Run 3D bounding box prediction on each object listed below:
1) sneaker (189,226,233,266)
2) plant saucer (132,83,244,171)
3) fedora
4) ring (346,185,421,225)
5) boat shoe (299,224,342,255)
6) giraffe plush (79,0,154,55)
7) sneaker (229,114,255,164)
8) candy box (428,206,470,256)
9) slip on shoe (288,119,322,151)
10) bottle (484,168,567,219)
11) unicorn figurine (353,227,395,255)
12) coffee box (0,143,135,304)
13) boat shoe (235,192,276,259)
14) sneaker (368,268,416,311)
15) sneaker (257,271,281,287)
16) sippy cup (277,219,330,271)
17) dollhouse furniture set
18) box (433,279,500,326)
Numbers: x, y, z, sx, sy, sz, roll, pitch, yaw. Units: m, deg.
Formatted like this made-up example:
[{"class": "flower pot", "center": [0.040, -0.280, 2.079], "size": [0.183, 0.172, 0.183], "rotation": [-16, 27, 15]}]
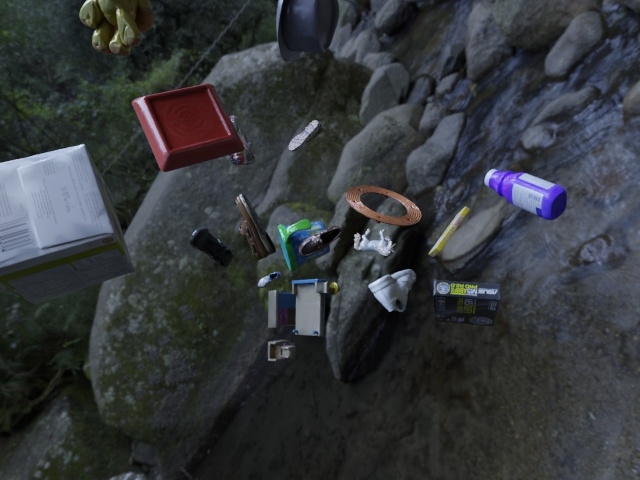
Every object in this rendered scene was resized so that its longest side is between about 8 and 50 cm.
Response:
[{"class": "sneaker", "center": [-0.389, 0.026, 1.711], "size": [0.087, 0.130, 0.227], "rotation": [-58, -16, -12]}, {"class": "plant saucer", "center": [-0.387, -0.351, 1.381], "size": [0.259, 0.258, 0.048], "rotation": [63, 156, 14]}, {"class": "fedora", "center": [-0.025, -0.670, 1.419], "size": [0.244, 0.124, 0.276], "rotation": [-50, -25, -38]}, {"class": "ring", "center": [0.269, -0.146, 2.014], "size": [0.337, 0.336, 0.032], "rotation": [-95, 18, -58]}, {"class": "boat shoe", "center": [0.000, 0.000, 2.018], "size": [0.206, 0.073, 0.073], "rotation": [-36, 13, -8]}, {"class": "giraffe plush", "center": [-0.530, -0.625, 1.273], "size": [0.170, 0.181, 0.211], "rotation": [-54, -29, -53]}, {"class": "sneaker", "center": [-0.317, -0.384, 1.815], "size": [0.088, 0.092, 0.226], "rotation": [-33, 67, 40]}, {"class": "candy box", "center": [0.491, -0.032, 1.783], "size": [0.206, 0.027, 0.105], "rotation": [-52, -9, -12]}, {"class": "slip on shoe", "center": [-0.049, -0.349, 1.592], "size": [0.135, 0.041, 0.051], "rotation": [-46, 51, 2]}, {"class": "bottle", "center": [0.693, -0.170, 1.600], "size": [0.092, 0.118, 0.283], "rotation": [-33, 39, -15]}, {"class": "unicorn figurine", "center": [0.182, 0.009, 1.486], "size": [0.161, 0.060, 0.111], "rotation": [-13, 38, 29]}, {"class": "coffee box", "center": [-0.834, -0.044, 1.493], "size": [0.334, 0.337, 0.338], "rotation": [112, 136, -65]}, {"class": "boat shoe", "center": [-0.317, -0.057, 2.099], "size": [0.104, 0.308, 0.111], "rotation": [-27, 1, 7]}, {"class": "sneaker", "center": [0.193, 0.132, 1.171], "size": [0.080, 0.094, 0.212], "rotation": [-35, -14, 30]}, {"class": "sneaker", "center": [-0.270, 0.200, 2.435], "size": [0.135, 0.052, 0.058], "rotation": [-31, -15, -7]}, {"class": "sippy cup", "center": [-0.076, 0.011, 2.322], "size": [0.223, 0.240, 0.305], "rotation": [-17, 7, -8]}, {"class": "dollhouse furniture set", "center": [-0.022, 0.293, 1.687], "size": [0.303, 0.198, 0.287], "rotation": [-12, 75, 47]}, {"class": "box", "center": [0.514, 0.226, 1.660], "size": [0.270, 0.216, 0.060], "rotation": [65, -147, -58]}]
